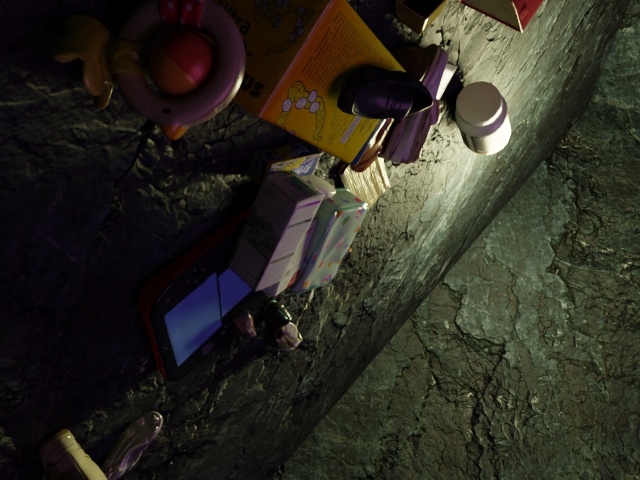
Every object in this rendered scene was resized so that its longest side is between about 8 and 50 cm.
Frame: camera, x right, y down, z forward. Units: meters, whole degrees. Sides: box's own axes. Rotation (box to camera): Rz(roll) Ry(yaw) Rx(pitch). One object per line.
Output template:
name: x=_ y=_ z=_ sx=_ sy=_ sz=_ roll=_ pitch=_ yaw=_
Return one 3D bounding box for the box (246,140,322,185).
box: x=-0.073 y=-0.160 z=1.249 sx=0.169 sy=0.054 sz=0.059 roll=-23 pitch=144 yaw=-51

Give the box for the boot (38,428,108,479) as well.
boot: x=-0.499 y=0.539 z=1.282 sx=0.095 sy=0.203 sz=0.261 roll=-32 pitch=149 yaw=-39

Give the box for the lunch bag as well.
lunch bag: x=0.000 y=0.000 z=1.563 sx=0.224 sy=0.108 sz=0.279 roll=-18 pitch=141 yaw=-56

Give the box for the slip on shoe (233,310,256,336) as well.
slip on shoe: x=-0.187 y=0.210 z=1.492 sx=0.041 sy=0.051 sz=0.135 roll=-13 pitch=161 yaw=-5

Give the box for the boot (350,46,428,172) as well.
boot: x=0.151 y=-0.297 z=1.420 sx=0.283 sy=0.109 sz=0.220 roll=-59 pitch=167 yaw=-12

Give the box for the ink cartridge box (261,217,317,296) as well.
ink cartridge box: x=-0.085 y=0.025 z=1.407 sx=0.127 sy=0.072 sz=0.175 roll=-31 pitch=144 yaw=-64

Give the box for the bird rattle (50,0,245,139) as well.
bird rattle: x=-0.181 y=-0.242 z=0.748 sx=0.254 sy=0.207 sz=0.143 roll=-40 pitch=175 yaw=-5

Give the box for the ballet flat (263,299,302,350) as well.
ballet flat: x=-0.110 y=0.273 z=1.776 sx=0.095 sy=0.096 sz=0.280 roll=-45 pitch=157 yaw=-17

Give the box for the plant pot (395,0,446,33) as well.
plant pot: x=0.209 y=-0.487 z=1.274 sx=0.081 sy=0.081 sz=0.083 roll=-47 pitch=168 yaw=-12

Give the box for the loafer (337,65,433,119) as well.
loafer: x=0.108 y=-0.228 z=0.947 sx=0.223 sy=0.078 sz=0.076 roll=-22 pitch=142 yaw=-51

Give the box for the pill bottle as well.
pill bottle: x=0.512 y=-0.384 z=1.900 sx=0.162 sy=0.162 sz=0.278 roll=-53 pitch=158 yaw=3

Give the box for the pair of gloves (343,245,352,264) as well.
pair of gloves: x=0.070 y=0.059 z=1.915 sx=0.083 sy=0.010 sz=0.074 roll=-36 pitch=152 yaw=-40

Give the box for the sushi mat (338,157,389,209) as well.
sushi mat: x=0.127 y=-0.171 z=1.668 sx=0.151 sy=0.019 sz=0.316 roll=-48 pitch=158 yaw=-7

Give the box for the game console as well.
game console: x=-0.242 y=0.129 z=1.355 sx=0.342 sy=0.060 sz=0.386 roll=-38 pitch=155 yaw=-29

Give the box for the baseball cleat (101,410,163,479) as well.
baseball cleat: x=-0.462 y=0.503 z=1.505 sx=0.206 sy=0.072 sz=0.109 roll=-47 pitch=171 yaw=-1

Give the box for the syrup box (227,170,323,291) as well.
syrup box: x=-0.095 y=-0.019 z=1.235 sx=0.096 sy=0.093 sz=0.236 roll=-20 pitch=144 yaw=-53

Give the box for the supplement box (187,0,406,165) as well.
supplement box: x=-0.027 y=-0.278 z=0.975 sx=0.195 sy=0.194 sz=0.357 roll=-57 pitch=157 yaw=10

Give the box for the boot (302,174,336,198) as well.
boot: x=-0.046 y=-0.102 z=1.390 sx=0.190 sy=0.069 sz=0.086 roll=1 pitch=132 yaw=-53

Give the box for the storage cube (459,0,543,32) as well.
storage cube: x=0.418 y=-0.616 z=1.339 sx=0.193 sy=0.184 sz=0.215 roll=-57 pitch=157 yaw=10

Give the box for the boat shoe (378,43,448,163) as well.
boat shoe: x=0.242 y=-0.328 z=1.478 sx=0.104 sy=0.113 sz=0.302 roll=14 pitch=121 yaw=-19

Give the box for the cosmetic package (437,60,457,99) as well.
cosmetic package: x=0.258 y=-0.363 z=1.574 sx=0.099 sy=0.060 sz=0.239 roll=-12 pitch=135 yaw=-55
